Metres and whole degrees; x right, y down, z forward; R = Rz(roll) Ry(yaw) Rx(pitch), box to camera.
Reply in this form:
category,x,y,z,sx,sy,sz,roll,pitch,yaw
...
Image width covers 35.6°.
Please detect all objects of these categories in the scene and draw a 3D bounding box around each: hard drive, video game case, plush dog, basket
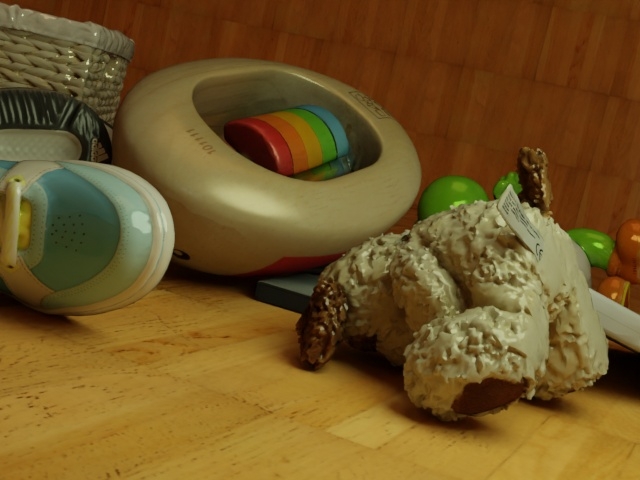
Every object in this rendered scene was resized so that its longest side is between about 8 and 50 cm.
category,x,y,z,sx,sy,sz,roll,pitch,yaw
hard drive,-0.004,0.060,1.089,0.094,0.022,0.135,15,6,17
video game case,0.325,0.094,1.095,0.300,0.036,0.329,27,3,-15
plush dog,0.097,0.042,0.849,0.225,0.210,0.262,-10,-7,33
basket,-0.488,-0.227,1.517,0.331,0.266,0.328,14,6,-3

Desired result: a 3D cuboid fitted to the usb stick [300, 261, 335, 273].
category,x,y,z,sx,sy,sz,roll,pitch,yaw
usb stick,0.031,0.025,1.372,0.077,0.045,0.278,28,14,40

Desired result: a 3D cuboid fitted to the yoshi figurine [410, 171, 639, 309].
category,x,y,z,sx,sy,sz,roll,pitch,yaw
yoshi figurine,0.282,0.002,1.458,0.362,0.203,0.203,13,12,28

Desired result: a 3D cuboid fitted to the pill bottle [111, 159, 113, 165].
category,x,y,z,sx,sy,sz,roll,pitch,yaw
pill bottle,-0.140,-0.063,1.327,0.264,0.146,0.146,9,7,-30

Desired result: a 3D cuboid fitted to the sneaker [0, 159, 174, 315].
category,x,y,z,sx,sy,sz,roll,pitch,yaw
sneaker,-0.281,-0.013,0.726,0.319,0.127,0.208,6,0,29

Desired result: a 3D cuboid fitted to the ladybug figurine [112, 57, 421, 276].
category,x,y,z,sx,sy,sz,roll,pitch,yaw
ladybug figurine,-0.058,-0.078,1.150,0.305,0.162,0.449,44,33,21

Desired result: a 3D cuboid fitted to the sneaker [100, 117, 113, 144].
category,x,y,z,sx,sy,sz,roll,pitch,yaw
sneaker,-0.283,-0.073,1.394,0.262,0.121,0.099,39,-10,-39

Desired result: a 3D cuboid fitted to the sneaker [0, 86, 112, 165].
category,x,y,z,sx,sy,sz,roll,pitch,yaw
sneaker,-0.469,-0.087,1.062,0.447,0.169,0.257,7,-8,-22
